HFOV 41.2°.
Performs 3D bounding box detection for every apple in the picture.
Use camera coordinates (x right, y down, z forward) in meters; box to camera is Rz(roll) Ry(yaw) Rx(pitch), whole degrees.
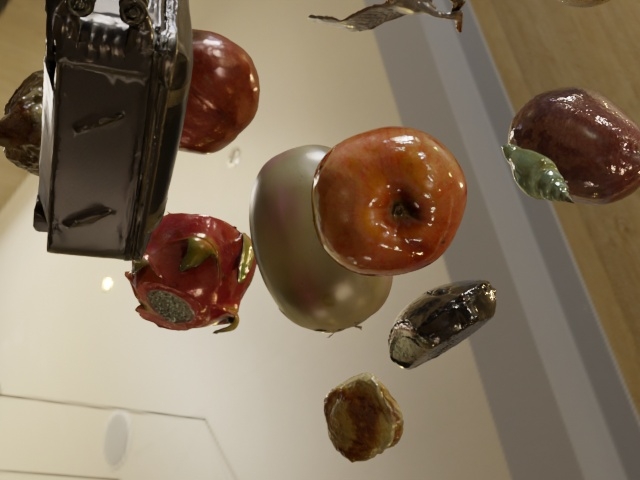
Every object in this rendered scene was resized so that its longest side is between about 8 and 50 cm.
[{"bbox_3d":[0.088,-0.051,1.118,0.210,0.209,0.164,-62,-167,14],"label":"apple"}]

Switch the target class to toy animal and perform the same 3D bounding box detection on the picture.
[{"bbox_3d":[0.126,-0.454,1.480,0.284,0.301,0.225,-88,-163,-76],"label":"toy animal"}]

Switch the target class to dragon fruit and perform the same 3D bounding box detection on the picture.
[{"bbox_3d":[-0.286,0.081,1.836,0.290,0.290,0.189,-33,-145,40],"label":"dragon fruit"}]

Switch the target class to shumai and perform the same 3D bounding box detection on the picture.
[{"bbox_3d":[-0.502,-0.196,1.525,0.176,0.166,0.206,-97,-155,-69],"label":"shumai"}]

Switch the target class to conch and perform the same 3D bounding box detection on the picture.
[{"bbox_3d":[0.362,-0.108,1.385,0.180,0.088,0.065,-123,-146,-45],"label":"conch"}]

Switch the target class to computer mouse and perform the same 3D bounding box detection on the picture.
[{"bbox_3d":[0.217,0.151,1.606,0.116,0.182,0.323,56,-20,12],"label":"computer mouse"}]

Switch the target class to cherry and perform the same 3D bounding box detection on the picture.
[{"bbox_3d":[0.507,-0.180,1.654,0.307,0.261,0.221,34,-66,40],"label":"cherry"}]

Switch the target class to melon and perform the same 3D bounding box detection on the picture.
[{"bbox_3d":[0.000,0.000,1.387,0.223,0.223,0.317,-25,-100,44],"label":"melon"}]

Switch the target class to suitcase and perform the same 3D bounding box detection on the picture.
[{"bbox_3d":[-0.289,-0.190,1.185,0.283,0.194,0.434,-102,-155,-48],"label":"suitcase"}]

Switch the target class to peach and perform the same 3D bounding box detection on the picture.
[{"bbox_3d":[-0.245,-0.294,1.593,0.232,0.256,0.232,-32,-143,28],"label":"peach"}]

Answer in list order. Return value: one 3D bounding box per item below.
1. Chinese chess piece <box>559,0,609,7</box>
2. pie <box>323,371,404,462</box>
[{"bbox_3d":[0.539,-0.603,1.743,0.103,0.249,0.250,-5,-108,61],"label":"Chinese chess piece"},{"bbox_3d":[0.089,0.393,1.891,0.205,0.084,0.179,-30,-101,34],"label":"pie"}]
